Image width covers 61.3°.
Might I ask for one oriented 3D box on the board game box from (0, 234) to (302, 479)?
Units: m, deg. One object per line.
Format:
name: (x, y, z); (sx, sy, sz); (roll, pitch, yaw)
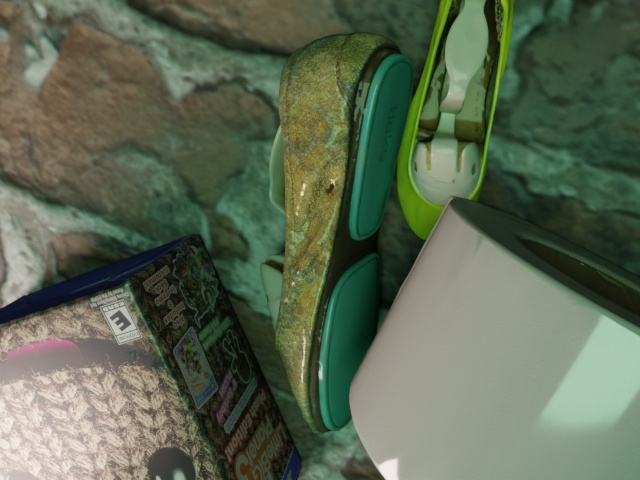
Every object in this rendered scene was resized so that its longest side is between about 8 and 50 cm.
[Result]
board game box: (-0.188, 0.176, 0.540); (0.232, 0.141, 0.290); (-19, 102, 15)

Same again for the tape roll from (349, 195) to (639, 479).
tape roll: (0.164, 0.098, 0.394); (0.246, 0.246, 0.169); (25, 107, 2)

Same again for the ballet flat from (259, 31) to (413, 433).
ballet flat: (0.000, 0.000, 0.478); (0.123, 0.123, 0.348); (9, 109, 8)

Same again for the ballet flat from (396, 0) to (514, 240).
ballet flat: (0.105, -0.100, 0.435); (0.077, 0.077, 0.230); (10, 109, 8)
